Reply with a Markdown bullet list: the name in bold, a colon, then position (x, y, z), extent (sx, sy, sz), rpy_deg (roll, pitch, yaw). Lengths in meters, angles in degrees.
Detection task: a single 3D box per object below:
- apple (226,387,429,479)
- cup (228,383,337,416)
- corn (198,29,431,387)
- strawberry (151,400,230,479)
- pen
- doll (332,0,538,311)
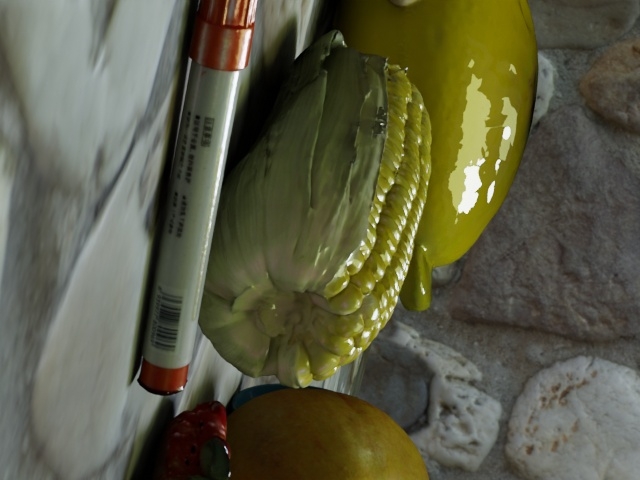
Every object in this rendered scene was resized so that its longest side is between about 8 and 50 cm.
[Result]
- **apple**: position (-0.006, 0.189, 1.067), extent (0.155, 0.182, 0.182), rpy_deg (8, -98, 61)
- **cup**: position (-0.034, 0.200, 1.207), extent (0.176, 0.131, 0.155), rpy_deg (-12, 114, -56)
- **corn**: position (-0.001, -0.028, 0.968), extent (0.123, 0.122, 0.305), rpy_deg (56, 21, -17)
- **strawberry**: position (-0.077, 0.142, 0.930), extent (0.152, 0.048, 0.104), rpy_deg (165, -67, -80)
- **pen**: position (-0.057, -0.033, 0.760), extent (0.028, 0.028, 0.239), rpy_deg (-65, 168, -64)
- **doll**: position (0.089, -0.197, 1.241), extent (0.423, 0.161, 0.348), rpy_deg (-71, 160, -49)
